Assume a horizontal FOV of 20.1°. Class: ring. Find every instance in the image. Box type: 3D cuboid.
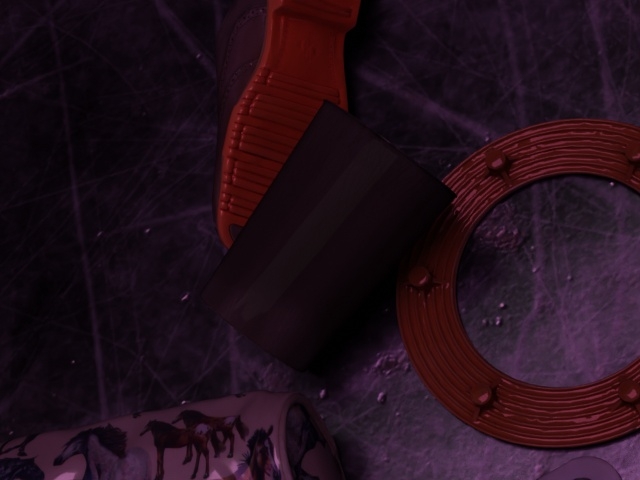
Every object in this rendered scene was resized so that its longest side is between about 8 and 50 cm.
[{"bbox_3d":[0.230,0.032,1.710,0.336,0.032,0.336,-8,66,18],"label":"ring"}]

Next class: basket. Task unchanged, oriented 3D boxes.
[{"bbox_3d":[0.000,0.000,1.744,0.227,0.154,0.204,-53,17,2],"label":"basket"}]

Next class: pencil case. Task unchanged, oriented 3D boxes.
[{"bbox_3d":[-0.173,0.248,1.693,0.410,0.160,0.183,-11,31,17],"label":"pencil case"}]

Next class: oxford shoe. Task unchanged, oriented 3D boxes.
[{"bbox_3d":[-0.050,-0.156,1.872,0.133,0.130,0.364,-1,71,56],"label":"oxford shoe"}]

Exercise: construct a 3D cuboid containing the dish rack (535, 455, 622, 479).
[{"bbox_3d":[0.170,0.361,1.491,0.333,0.072,0.285,-37,48,39],"label":"dish rack"}]
